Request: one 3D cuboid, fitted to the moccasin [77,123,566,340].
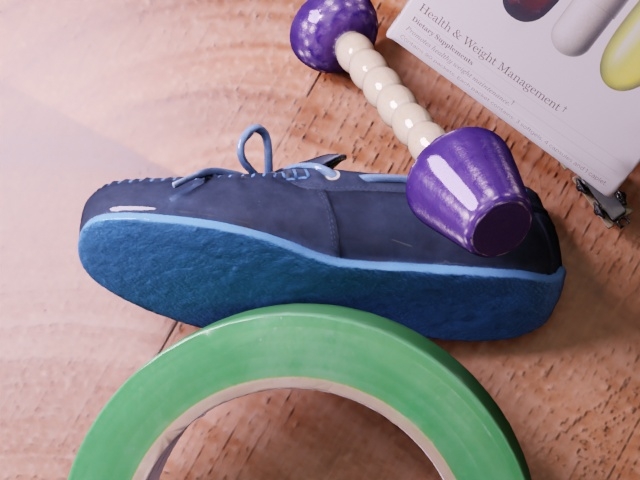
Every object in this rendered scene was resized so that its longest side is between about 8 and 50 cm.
[{"bbox_3d":[0.000,0.000,1.215,0.342,0.138,0.117,9,52,-10],"label":"moccasin"}]

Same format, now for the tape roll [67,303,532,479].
[{"bbox_3d":[-0.012,0.204,1.147,0.321,0.077,0.321,0,93,8],"label":"tape roll"}]

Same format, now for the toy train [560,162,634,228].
[{"bbox_3d":[0.178,-0.073,1.247,0.027,0.036,0.158,-34,75,3],"label":"toy train"}]

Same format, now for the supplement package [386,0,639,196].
[{"bbox_3d":[0.192,-0.182,1.148,0.194,0.149,0.203,35,125,2],"label":"supplement package"}]

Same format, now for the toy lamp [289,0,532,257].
[{"bbox_3d":[0.061,-0.085,1.172,0.080,0.080,0.275,-34,45,-1],"label":"toy lamp"}]
